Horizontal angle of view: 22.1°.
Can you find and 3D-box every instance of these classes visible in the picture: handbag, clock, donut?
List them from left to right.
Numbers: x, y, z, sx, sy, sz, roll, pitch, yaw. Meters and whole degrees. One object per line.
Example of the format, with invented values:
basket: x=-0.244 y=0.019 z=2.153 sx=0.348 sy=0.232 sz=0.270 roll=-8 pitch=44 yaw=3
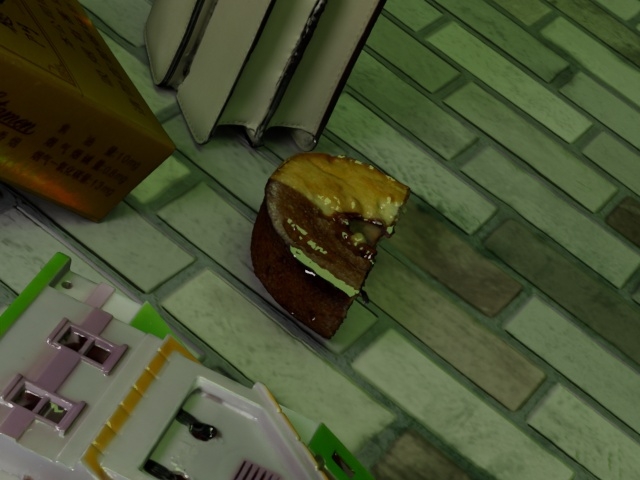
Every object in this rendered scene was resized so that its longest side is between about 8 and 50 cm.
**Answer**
clock: x=-0.119 y=0.182 z=1.174 sx=0.309 sy=0.166 sz=0.235 roll=25 pitch=35 yaw=5
handbag: x=-0.048 y=-0.293 z=1.638 sx=0.160 sy=0.358 sz=0.236 roll=3 pitch=43 yaw=-31
donut: x=0.001 y=-0.002 z=1.550 sx=0.141 sy=0.085 sz=0.217 roll=32 pitch=34 yaw=3

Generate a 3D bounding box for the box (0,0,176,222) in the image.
box: x=-0.325 y=-0.188 z=1.372 sx=0.415 sy=0.116 sz=0.264 roll=30 pitch=23 yaw=-56
